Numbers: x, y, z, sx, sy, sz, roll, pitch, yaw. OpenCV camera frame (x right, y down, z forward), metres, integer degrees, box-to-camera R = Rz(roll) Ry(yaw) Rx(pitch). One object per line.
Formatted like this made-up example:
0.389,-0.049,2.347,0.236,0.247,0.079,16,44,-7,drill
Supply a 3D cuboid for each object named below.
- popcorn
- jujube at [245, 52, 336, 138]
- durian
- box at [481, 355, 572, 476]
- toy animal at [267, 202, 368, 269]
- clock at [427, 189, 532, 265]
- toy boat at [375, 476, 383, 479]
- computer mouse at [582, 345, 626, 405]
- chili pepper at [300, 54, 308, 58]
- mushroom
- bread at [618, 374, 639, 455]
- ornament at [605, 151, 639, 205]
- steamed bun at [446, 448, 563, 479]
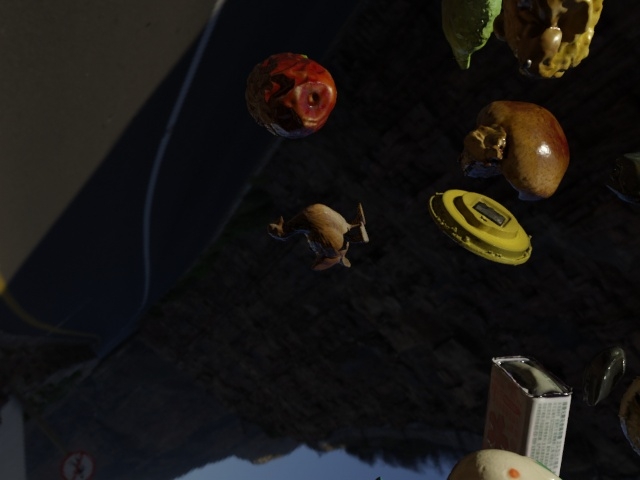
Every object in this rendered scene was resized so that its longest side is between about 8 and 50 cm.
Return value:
0.331,-0.329,1.013,0.140,0.194,0.163,1,-162,0,popcorn
-0.063,-0.299,1.467,0.174,0.174,0.250,-42,-149,-9,jujube
0.310,-0.490,1.460,0.250,0.101,0.139,109,-21,-43,durian
0.410,0.434,1.461,0.112,0.370,0.190,-1,-166,-13,box
0.000,0.000,1.329,0.179,0.089,0.188,-10,139,6,toy animal
0.332,-0.042,1.441,0.057,0.237,0.237,-63,170,29,clock
0.029,0.503,1.308,0.215,0.102,0.088,-35,-160,6,toy boat
0.562,0.269,1.428,0.135,0.047,0.079,-64,-173,11,computer mouse
-0.062,-0.366,1.790,0.073,0.072,0.204,-72,180,-47,chili pepper
0.449,-0.209,1.624,0.283,0.263,0.195,-15,162,-36,mushroom
0.839,0.388,1.601,0.305,0.305,0.159,-42,-175,34,bread
0.511,-0.020,0.962,0.202,0.236,0.080,-7,152,11,ornament
0.257,0.366,0.929,0.177,0.228,0.130,-9,-156,49,steamed bun
